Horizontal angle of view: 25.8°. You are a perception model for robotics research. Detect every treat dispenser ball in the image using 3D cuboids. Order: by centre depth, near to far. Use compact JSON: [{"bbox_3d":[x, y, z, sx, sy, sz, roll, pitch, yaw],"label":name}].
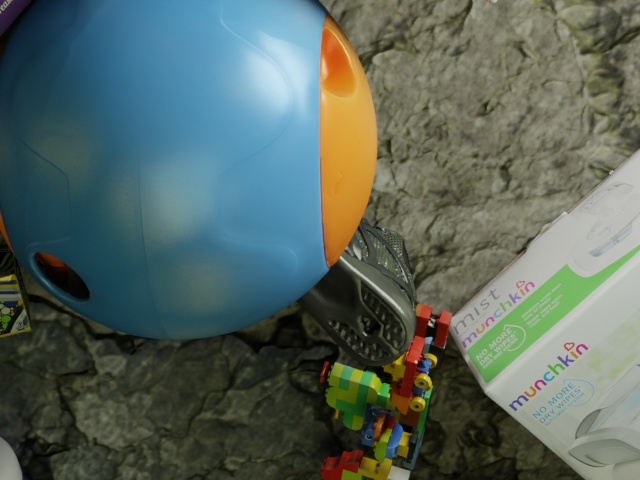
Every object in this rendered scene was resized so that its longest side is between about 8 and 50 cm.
[{"bbox_3d":[-0.102,-0.072,1.013,0.288,0.288,0.288,-6,119,-11],"label":"treat dispenser ball"}]

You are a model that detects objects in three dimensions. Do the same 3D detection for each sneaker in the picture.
[{"bbox_3d":[0.000,0.000,1.206,0.227,0.130,0.087,46,106,-1],"label":"sneaker"}]

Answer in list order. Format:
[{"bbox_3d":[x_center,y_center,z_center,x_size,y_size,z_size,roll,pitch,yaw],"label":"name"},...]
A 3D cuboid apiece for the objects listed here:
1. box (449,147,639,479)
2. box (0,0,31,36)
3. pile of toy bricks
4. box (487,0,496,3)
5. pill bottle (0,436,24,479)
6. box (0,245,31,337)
[{"bbox_3d":[0.293,0.080,1.294,0.262,0.127,0.231,-42,121,11],"label":"box"},{"bbox_3d":[-0.286,-0.210,0.943,0.184,0.103,0.261,43,75,-25],"label":"box"},{"bbox_3d":[0.048,0.144,1.290,0.105,0.118,0.212,16,133,8],"label":"pile of toy bricks"},{"bbox_3d":[0.046,-0.295,0.925,0.247,0.142,0.163,26,108,-25],"label":"box"},{"bbox_3d":[-0.324,0.257,1.213,0.152,0.152,0.272,-13,119,-7],"label":"pill bottle"},{"bbox_3d":[-0.331,0.058,1.161,0.168,0.054,0.059,-14,120,-8],"label":"box"}]
